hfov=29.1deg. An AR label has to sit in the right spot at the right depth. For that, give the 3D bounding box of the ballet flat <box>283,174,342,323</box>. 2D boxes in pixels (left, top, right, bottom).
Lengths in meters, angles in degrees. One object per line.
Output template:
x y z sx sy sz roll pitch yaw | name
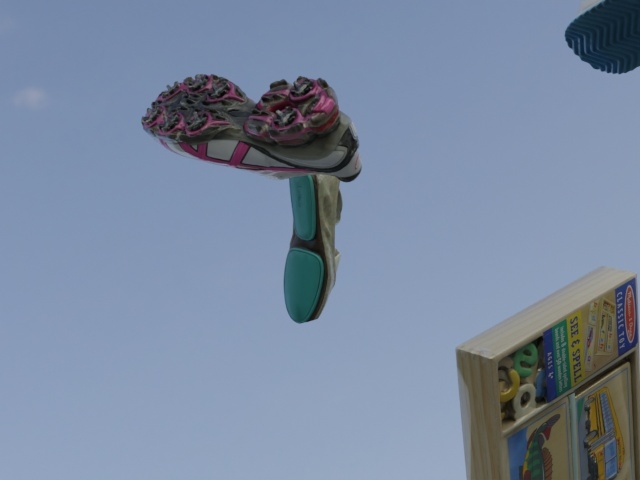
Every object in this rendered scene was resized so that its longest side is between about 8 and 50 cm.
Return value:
0.000 0.000 1.160 0.052 0.057 0.168 -19 -59 -42 | ballet flat

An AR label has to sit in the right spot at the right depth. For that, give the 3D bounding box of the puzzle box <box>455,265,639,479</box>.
0.275 0.262 1.405 0.272 0.052 0.408 -24 -65 -39 | puzzle box

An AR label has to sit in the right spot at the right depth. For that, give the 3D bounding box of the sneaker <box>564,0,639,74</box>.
0.278 -0.205 0.898 0.087 0.092 0.229 41 -33 -22 | sneaker

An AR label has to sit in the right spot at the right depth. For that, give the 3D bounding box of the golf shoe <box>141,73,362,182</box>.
-0.055 -0.074 0.914 0.067 0.186 0.086 -58 -43 -26 | golf shoe
